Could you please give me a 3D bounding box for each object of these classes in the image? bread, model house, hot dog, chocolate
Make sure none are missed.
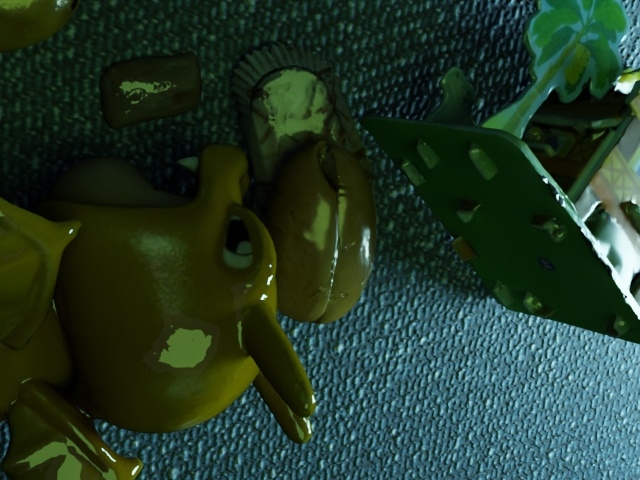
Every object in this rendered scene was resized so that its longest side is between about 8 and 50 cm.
[{"bbox_3d":[0.000,0.000,1.155,0.114,0.077,0.189,0,115,-12],"label":"bread"},{"bbox_3d":[0.263,-0.120,1.274,0.358,0.242,0.313,47,68,-31],"label":"model house"},{"bbox_3d":[-0.017,-0.075,1.199,0.131,0.069,0.253,-19,115,-11],"label":"hot dog"},{"bbox_3d":[-0.153,-0.138,1.122,0.100,0.031,0.064,-12,119,-25],"label":"chocolate"}]

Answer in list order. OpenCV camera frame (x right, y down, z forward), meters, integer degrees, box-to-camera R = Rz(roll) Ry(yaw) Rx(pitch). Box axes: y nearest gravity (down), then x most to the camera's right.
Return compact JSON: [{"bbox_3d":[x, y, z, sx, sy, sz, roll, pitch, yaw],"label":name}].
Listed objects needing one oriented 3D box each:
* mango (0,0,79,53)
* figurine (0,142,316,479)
[{"bbox_3d":[-0.307,-0.222,0.969,0.227,0.099,0.136,10,100,-20],"label":"mango"},{"bbox_3d":[-0.215,0.101,1.046,0.387,0.268,0.401,-12,104,-8],"label":"figurine"}]
